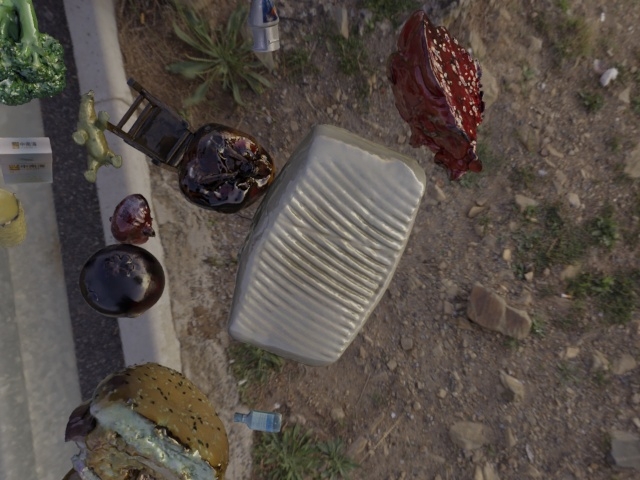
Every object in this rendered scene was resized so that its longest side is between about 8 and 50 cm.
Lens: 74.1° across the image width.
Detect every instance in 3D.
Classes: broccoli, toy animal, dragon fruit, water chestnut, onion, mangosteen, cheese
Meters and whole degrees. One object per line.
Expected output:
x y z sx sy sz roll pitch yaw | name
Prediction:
-0.593 -0.378 0.756 0.270 0.270 0.270 36 114 6 | broccoli
-0.595 -0.274 1.119 0.103 0.101 0.218 -15 128 -20 | toy animal
0.235 -0.303 0.995 0.228 0.286 0.328 -16 68 41 | dragon fruit
-0.272 -0.197 1.239 0.289 0.289 0.244 -34 54 4 | water chestnut
-0.598 -0.049 1.328 0.151 0.098 0.205 41 130 19 | onion
-0.496 0.114 1.068 0.194 0.230 0.194 13 51 -17 | mangosteen
-0.776 -0.054 1.018 0.123 0.167 0.093 26 59 -21 | cheese

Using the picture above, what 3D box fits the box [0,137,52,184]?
-1.051 -0.280 1.516 0.155 0.243 0.067 -11 78 -33 | box

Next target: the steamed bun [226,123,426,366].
-0.002 0.002 0.735 0.247 0.236 0.383 21 102 -13 | steamed bun

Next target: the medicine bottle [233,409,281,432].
-0.279 0.801 1.892 0.209 0.053 0.090 7 100 3 | medicine bottle

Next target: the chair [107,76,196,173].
-0.583 -0.390 1.568 0.241 0.416 0.203 35 90 -5 | chair

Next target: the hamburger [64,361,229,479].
-0.358 0.405 0.906 0.195 0.277 0.318 -46 109 0 | hamburger

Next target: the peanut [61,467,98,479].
-0.544 0.578 1.063 0.236 0.120 0.110 -37 89 -27 | peanut

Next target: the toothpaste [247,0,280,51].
-0.113 -0.474 0.740 0.061 0.096 0.265 -7 130 -2 | toothpaste
